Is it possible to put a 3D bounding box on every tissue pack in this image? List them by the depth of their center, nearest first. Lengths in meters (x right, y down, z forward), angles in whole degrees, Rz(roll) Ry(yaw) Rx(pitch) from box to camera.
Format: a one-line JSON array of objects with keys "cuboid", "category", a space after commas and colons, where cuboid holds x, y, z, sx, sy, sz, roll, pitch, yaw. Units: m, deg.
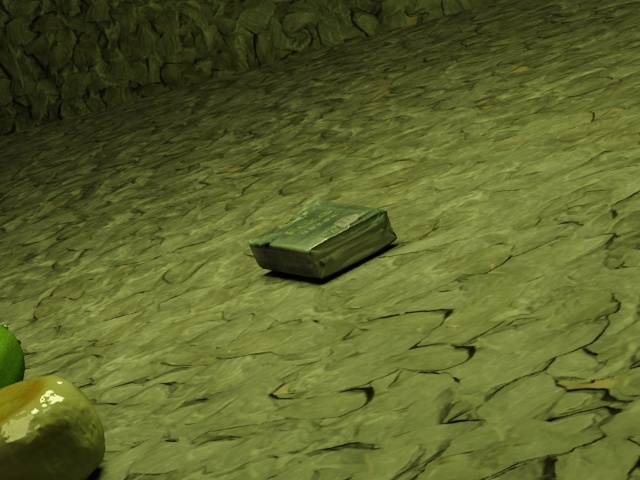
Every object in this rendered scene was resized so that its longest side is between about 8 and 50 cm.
[{"cuboid": [0.000, 0.000, 1.888, 0.112, 0.051, 0.156, -28, 16, -24], "category": "tissue pack"}]

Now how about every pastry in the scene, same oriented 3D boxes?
[{"cuboid": [-0.273, 0.188, 1.481, 0.156, 0.092, 0.156, -26, 15, 7], "category": "pastry"}]

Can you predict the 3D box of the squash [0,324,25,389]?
[{"cuboid": [-0.373, 0.164, 1.677, 0.107, 0.107, 0.395, -18, 13, 10], "category": "squash"}]
